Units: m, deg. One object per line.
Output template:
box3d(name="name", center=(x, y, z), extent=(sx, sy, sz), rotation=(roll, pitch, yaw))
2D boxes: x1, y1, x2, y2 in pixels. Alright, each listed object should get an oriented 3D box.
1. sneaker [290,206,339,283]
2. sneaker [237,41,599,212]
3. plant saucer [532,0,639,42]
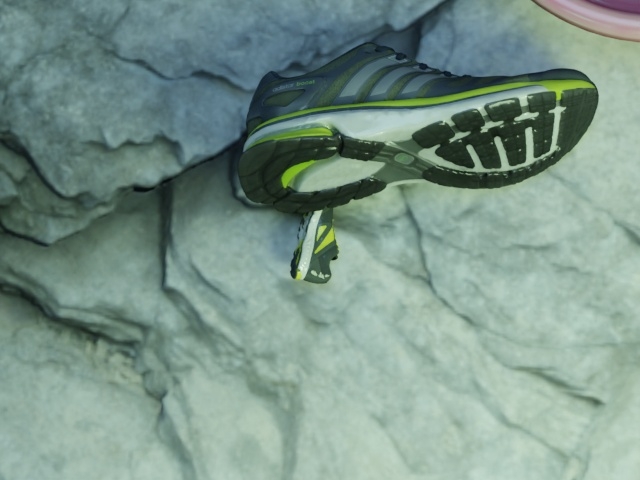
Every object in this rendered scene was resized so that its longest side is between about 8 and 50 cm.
box3d(name="sneaker", center=(0.000, 0.000, 1.308), extent=(0.035, 0.031, 0.083), rotation=(23, 67, -16))
box3d(name="sneaker", center=(0.077, -0.112, 1.287), extent=(0.300, 0.111, 0.121), rotation=(-6, 53, -3))
box3d(name="plant saucer", center=(0.281, -0.323, 1.303), extent=(0.332, 0.084, 0.332), rotation=(-1, 86, 9))
